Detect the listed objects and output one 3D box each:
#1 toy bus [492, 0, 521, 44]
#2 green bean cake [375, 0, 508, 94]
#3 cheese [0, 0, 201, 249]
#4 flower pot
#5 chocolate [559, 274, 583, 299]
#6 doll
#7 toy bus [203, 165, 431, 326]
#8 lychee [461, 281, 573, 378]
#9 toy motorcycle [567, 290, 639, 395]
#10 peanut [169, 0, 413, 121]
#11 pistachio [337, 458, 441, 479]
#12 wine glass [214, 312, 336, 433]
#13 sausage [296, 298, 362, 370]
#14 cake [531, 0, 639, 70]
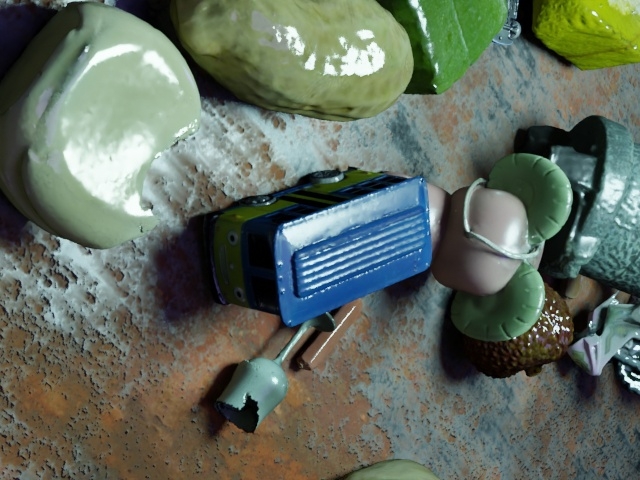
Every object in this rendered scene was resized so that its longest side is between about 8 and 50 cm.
[{"bbox_3d":[0.273,-0.392,1.883,0.073,0.076,0.167,7,91,-47],"label":"toy bus"},{"bbox_3d":[0.152,-0.357,1.739,0.222,0.125,0.248,-48,130,-29],"label":"green bean cake"},{"bbox_3d":[-0.257,-0.134,1.375,0.233,0.127,0.266,48,66,-40],"label":"cheese"},{"bbox_3d":[0.453,-0.049,1.965,0.282,0.299,0.299,22,81,-9],"label":"flower pot"},{"bbox_3d":[0.455,0.055,2.186,0.064,0.031,0.101,0,99,-56],"label":"chocolate"},{"bbox_3d":[0.228,-0.001,1.783,0.216,0.268,0.284,18,85,-47],"label":"doll"},{"bbox_3d":[0.000,0.000,1.623,0.287,0.175,0.138,-21,113,-40],"label":"toy bus"},{"bbox_3d":[0.316,0.139,1.970,0.194,0.194,0.194,-11,106,-43],"label":"lychee"},{"bbox_3d":[0.545,0.119,2.207,0.188,0.143,0.327,2,78,-3],"label":"toy motorcycle"},{"bbox_3d":[-0.028,-0.259,1.546,0.387,0.169,0.192,6,89,-45],"label":"peanut"},{"bbox_3d":[0.102,0.402,1.844,0.206,0.131,0.130,1,55,-44],"label":"pistachio"},{"bbox_3d":[-0.064,0.172,1.665,0.195,0.079,0.079,-52,130,-25],"label":"wine glass"},{"bbox_3d":[0.014,0.136,1.767,0.147,0.030,0.035,-51,129,-25],"label":"sausage"},{"bbox_3d":[0.455,-0.401,2.008,0.260,0.156,0.179,21,68,-50],"label":"cake"}]
